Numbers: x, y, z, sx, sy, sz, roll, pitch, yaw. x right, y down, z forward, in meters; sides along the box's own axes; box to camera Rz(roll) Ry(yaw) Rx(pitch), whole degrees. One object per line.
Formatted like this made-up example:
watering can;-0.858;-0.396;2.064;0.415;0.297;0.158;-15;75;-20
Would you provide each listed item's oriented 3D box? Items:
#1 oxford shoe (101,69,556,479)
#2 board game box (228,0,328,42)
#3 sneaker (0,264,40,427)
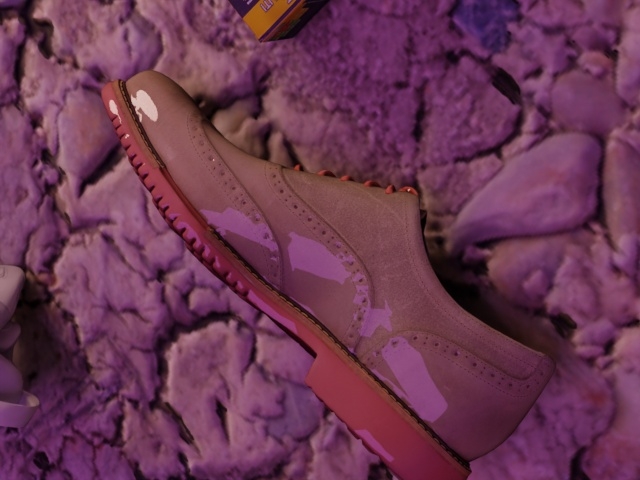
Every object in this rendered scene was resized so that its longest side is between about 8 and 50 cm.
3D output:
oxford shoe;0.000;0.000;0.754;0.130;0.123;0.348;-44;79;1
board game box;-0.015;-0.231;0.724;0.170;0.048;0.141;-41;84;28
sneaker;-0.358;0.057;0.921;0.366;0.210;0.137;42;122;51
